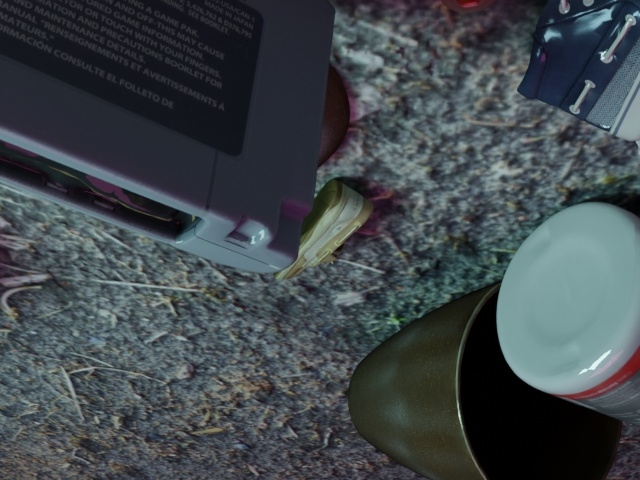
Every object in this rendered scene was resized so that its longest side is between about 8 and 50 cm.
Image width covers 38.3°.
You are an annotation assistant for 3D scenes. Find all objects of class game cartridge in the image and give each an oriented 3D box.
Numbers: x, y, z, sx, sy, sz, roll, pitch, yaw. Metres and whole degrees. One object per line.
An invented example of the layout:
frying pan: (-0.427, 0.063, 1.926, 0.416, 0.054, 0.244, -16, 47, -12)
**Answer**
game cartridge: (-0.129, -0.119, 0.464, 0.297, 0.198, 0.062, 23, 144, -27)

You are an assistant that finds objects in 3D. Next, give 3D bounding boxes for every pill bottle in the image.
pill bottle: (0.306, 0.088, 0.798, 0.283, 0.161, 0.161, 22, 144, -29)

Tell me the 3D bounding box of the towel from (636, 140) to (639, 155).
towel: (0.287, -0.090, 0.633, 0.144, 0.029, 0.197, -12, 145, 24)

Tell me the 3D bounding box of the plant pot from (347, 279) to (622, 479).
plant pot: (0.138, 0.155, 0.915, 0.215, 0.215, 0.230, 23, 158, -29)

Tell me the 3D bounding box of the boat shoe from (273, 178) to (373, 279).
boat shoe: (0.000, 0.000, 0.792, 0.045, 0.050, 0.135, 21, 145, -17)

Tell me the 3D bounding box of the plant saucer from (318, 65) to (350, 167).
plant saucer: (-0.078, -0.084, 0.677, 0.198, 0.036, 0.199, 3, 149, 2)

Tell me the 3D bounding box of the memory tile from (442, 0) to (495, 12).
memory tile: (0.097, -0.187, 0.508, 0.113, 0.012, 0.148, 25, 143, -31)

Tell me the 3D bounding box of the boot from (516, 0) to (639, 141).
boot: (0.174, -0.142, 0.526, 0.086, 0.069, 0.190, 22, 137, 11)
